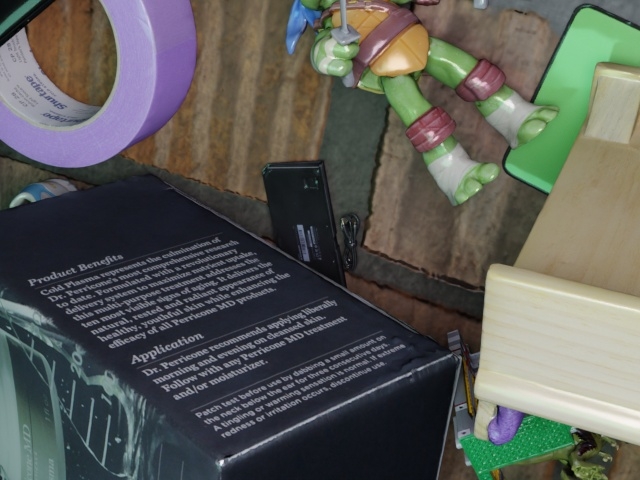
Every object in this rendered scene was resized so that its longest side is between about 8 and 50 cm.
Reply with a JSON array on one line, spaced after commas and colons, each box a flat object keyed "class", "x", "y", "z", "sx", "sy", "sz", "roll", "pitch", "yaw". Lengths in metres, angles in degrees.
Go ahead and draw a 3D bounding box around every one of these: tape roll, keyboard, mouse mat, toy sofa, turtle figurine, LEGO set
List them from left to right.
[{"class": "tape roll", "x": -0.275, "y": -0.222, "z": 1.225, "sx": 0.275, "sy": 0.090, "sz": 0.274, "roll": 10, "pitch": 115, "yaw": 22}, {"class": "keyboard", "x": 0.000, "y": 0.000, "z": 1.232, "sx": 0.108, "sy": 0.023, "sz": 0.180, "roll": 2, "pitch": 113, "yaw": 32}, {"class": "turtle figurine", "x": 0.096, "y": -0.182, "z": 1.003, "sx": 0.266, "sy": 0.198, "sz": 0.275, "roll": 48, "pitch": 127, "yaw": -3}, {"class": "LEGO set", "x": 0.275, "y": 0.163, "z": 1.107, "sx": 0.331, "sy": 0.192, "sz": 0.255, "roll": -28, "pitch": 117, "yaw": 19}, {"class": "mouse mat", "x": 0.272, "y": -0.111, "z": 1.062, "sx": 0.153, "sy": 0.007, "sz": 0.189, "roll": 29, "pitch": 120, "yaw": 11}, {"class": "toy sofa", "x": 0.247, "y": 0.016, "z": 0.909, "sx": 0.150, "sy": 0.362, "sz": 0.177, "roll": 14, "pitch": 128, "yaw": 20}]

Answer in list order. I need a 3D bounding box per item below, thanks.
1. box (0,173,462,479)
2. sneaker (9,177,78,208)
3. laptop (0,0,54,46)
[{"class": "box", "x": -0.154, "y": 0.250, "z": 1.170, "sx": 0.472, "sy": 0.297, "sz": 0.479, "roll": 30, "pitch": 125, "yaw": 40}, {"class": "sneaker", "x": -0.321, "y": 0.044, "z": 1.336, "sx": 0.087, "sy": 0.092, "sz": 0.228, "roll": -8, "pitch": 97, "yaw": 15}, {"class": "laptop", "x": -0.454, "y": -0.284, "z": 1.238, "sx": 0.408, "sy": 0.236, "sz": 0.382, "roll": -37, "pitch": 79, "yaw": 12}]
